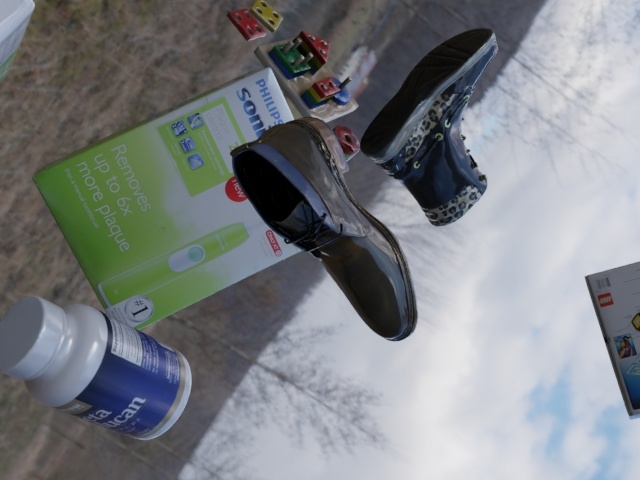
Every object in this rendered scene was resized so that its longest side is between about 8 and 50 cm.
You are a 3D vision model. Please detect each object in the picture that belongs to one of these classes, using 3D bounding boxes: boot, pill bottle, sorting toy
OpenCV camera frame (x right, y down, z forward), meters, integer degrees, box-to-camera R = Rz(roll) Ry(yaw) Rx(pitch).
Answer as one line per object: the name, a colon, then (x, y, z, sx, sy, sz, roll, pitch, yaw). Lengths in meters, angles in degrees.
boot: (0.000, 0.000, 0.687, 0.082, 0.219, 0.106, -33, 173, 34)
boot: (0.179, -0.150, 1.088, 0.236, 0.178, 0.085, -48, -147, -8)
pill bottle: (-0.207, 0.115, 0.733, 0.094, 0.169, 0.094, -21, -128, 29)
sorting toy: (-0.013, -0.241, 1.124, 0.046, 0.274, 0.132, -39, 177, 34)

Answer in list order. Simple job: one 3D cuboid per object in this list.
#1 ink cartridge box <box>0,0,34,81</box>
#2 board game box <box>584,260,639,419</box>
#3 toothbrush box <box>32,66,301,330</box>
ink cartridge box: (-0.321, -0.072, 0.491, 0.273, 0.115, 0.198, -50, -161, -18)
board game box: (0.515, 0.097, 1.019, 0.305, 0.192, 0.053, -17, 157, 16)
toothbrush box: (-0.150, -0.050, 0.937, 0.283, 0.206, 0.122, -26, -165, -7)
